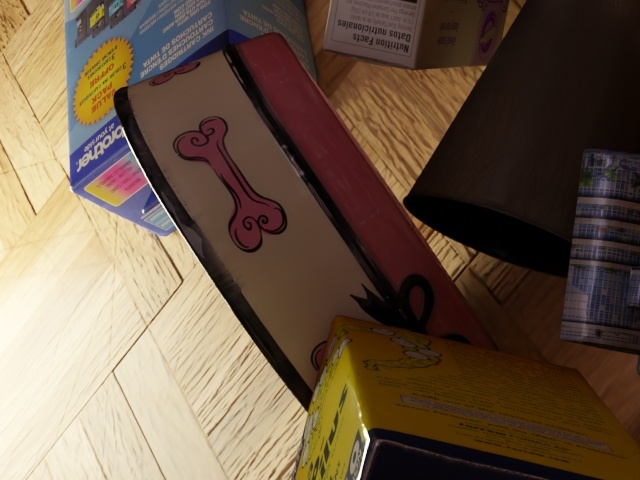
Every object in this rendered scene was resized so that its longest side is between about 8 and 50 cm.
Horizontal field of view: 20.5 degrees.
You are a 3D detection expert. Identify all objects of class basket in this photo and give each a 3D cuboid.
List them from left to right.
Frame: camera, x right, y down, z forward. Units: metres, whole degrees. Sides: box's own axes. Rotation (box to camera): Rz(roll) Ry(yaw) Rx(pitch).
[{"bbox_3d":[0.203,-0.101,1.526,0.204,0.154,0.227,15,76,44],"label":"basket"}]

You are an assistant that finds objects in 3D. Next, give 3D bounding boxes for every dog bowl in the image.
[{"bbox_3d":[0.000,0.000,1.516,0.150,0.408,0.408,-35,42,4],"label":"dog bowl"}]

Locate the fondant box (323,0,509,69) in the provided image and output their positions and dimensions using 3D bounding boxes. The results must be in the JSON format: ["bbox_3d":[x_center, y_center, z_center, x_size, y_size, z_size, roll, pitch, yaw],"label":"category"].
[{"bbox_3d":[0.114,-0.325,1.601,0.096,0.238,0.330,15,102,21],"label":"fondant box"}]

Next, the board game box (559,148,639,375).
[{"bbox_3d":[0.273,0.041,1.356,0.060,0.194,0.194,2,84,50],"label":"board game box"}]

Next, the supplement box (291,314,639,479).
[{"bbox_3d":[0.087,0.193,1.179,0.356,0.195,0.194,-107,31,-81],"label":"supplement box"}]

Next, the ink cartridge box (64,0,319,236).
[{"bbox_3d":[-0.148,-0.193,1.981,0.270,0.151,0.395,-35,46,30],"label":"ink cartridge box"}]
